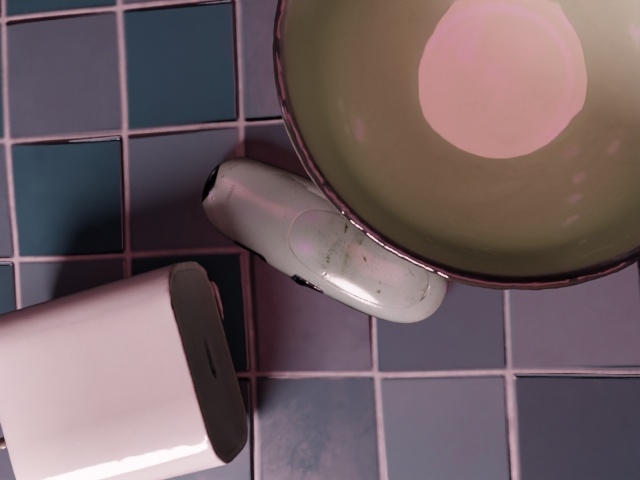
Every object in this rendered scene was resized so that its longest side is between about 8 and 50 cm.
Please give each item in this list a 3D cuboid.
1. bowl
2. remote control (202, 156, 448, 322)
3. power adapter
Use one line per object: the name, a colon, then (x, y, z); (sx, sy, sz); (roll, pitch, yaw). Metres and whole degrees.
bowl: (0.152, -0.140, 0.614); (0.353, 0.185, 0.354); (0, 91, 9)
remote control: (0.000, 0.000, 0.711); (0.256, 0.045, 0.097); (25, 94, 10)
power adapter: (-0.216, 0.141, 0.706); (0.255, 0.124, 0.187); (-15, 87, 8)
